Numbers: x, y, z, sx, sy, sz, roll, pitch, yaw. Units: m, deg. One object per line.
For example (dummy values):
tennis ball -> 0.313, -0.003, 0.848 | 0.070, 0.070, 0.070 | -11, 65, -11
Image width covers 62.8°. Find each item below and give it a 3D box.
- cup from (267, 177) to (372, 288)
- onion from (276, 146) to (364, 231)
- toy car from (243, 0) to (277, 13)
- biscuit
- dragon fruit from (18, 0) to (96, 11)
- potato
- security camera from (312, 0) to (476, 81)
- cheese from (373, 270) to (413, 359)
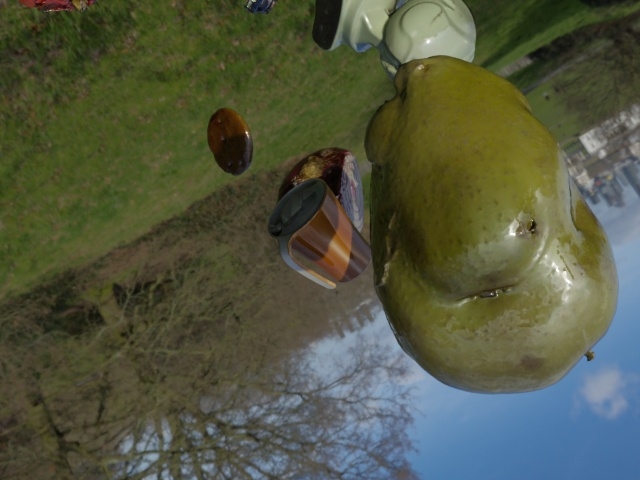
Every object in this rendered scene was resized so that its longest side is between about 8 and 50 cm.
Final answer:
cup -> 0.000, 0.000, 1.285 | 0.182, 0.264, 0.226 | -15, -137, 39
onion -> -0.005, -0.123, 1.648 | 0.260, 0.337, 0.282 | -9, 147, 22
toy car -> -0.135, -0.574, 1.258 | 0.069, 0.055, 0.142 | -44, -172, 25
biscuit -> -0.279, -0.301, 1.609 | 0.036, 0.212, 0.212 | -27, 172, -41
dragon fruit -> -0.711, -0.668, 1.424 | 0.192, 0.122, 0.092 | -6, 142, -36
potato -> 0.155, -0.015, 0.533 | 0.218, 0.351, 0.202 | -21, -176, 39
security camera -> 0.145, -0.387, 0.934 | 0.191, 0.277, 0.197 | -38, 163, -27
cheese -> 0.213, 0.059, 1.042 | 0.129, 0.328, 0.351 | 0, 124, -13
